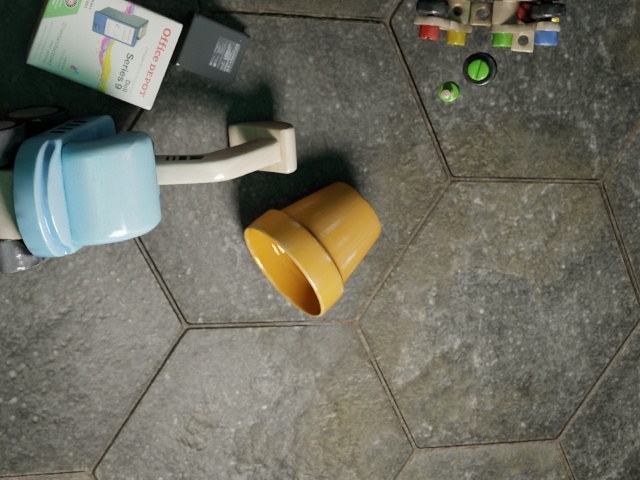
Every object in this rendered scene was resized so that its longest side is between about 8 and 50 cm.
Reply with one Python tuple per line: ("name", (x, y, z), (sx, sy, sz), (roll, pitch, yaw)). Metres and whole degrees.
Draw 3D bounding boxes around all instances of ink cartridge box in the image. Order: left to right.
("ink cartridge box", (-0.351, -0.323, 1.608), (0.212, 0.093, 0.154), (20, 99, -23))

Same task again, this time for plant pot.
("plant pot", (0.000, 0.000, 1.770), (0.188, 0.205, 0.205), (-40, 114, -19))

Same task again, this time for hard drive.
("hard drive", (-0.184, -0.321, 1.663), (0.135, 0.022, 0.094), (12, 104, -52))

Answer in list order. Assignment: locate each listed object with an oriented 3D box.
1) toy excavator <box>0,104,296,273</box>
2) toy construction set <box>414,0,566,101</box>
("toy excavator", (-0.291, -0.104, 1.603), (0.445, 0.433, 0.222), (2, 107, 11))
("toy construction set", (0.294, -0.438, 1.751), (0.257, 0.237, 0.309), (-20, 95, 20))
